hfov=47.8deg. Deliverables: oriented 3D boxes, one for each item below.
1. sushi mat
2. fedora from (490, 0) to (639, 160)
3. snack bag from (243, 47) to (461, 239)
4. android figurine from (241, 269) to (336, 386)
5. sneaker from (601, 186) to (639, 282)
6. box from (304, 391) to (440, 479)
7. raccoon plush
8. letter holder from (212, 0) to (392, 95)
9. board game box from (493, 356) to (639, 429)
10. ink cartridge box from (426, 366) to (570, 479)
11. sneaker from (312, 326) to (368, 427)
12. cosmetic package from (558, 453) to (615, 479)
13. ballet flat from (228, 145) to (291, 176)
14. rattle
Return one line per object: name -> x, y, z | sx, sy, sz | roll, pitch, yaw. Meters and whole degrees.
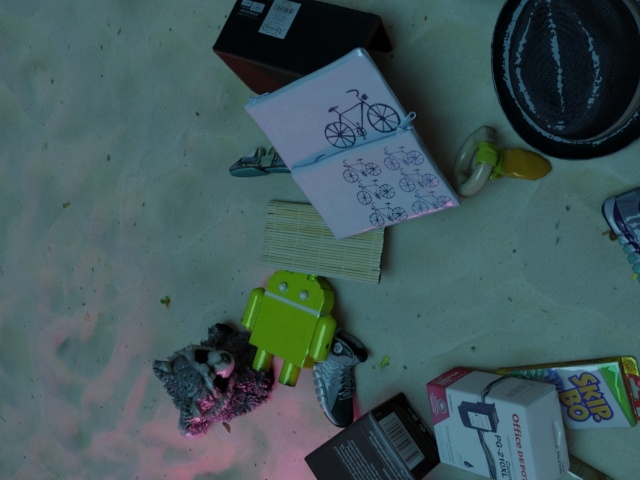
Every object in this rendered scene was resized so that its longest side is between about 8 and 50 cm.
sushi mat -> 0.000, 0.000, 1.542 | 0.316, 0.019, 0.152 | 7, 94, 35
fedora -> 0.397, -0.287, 1.153 | 0.334, 0.152, 0.334 | 9, 108, 31
snack bag -> 0.051, -0.163, 1.332 | 0.323, 0.037, 0.343 | -14, 119, 44
android figurine -> -0.066, 0.174, 1.598 | 0.248, 0.056, 0.273 | 20, 94, 37
sneaker -> 0.553, 0.014, 1.177 | 0.098, 0.083, 0.224 | -31, 84, 30
box -> 0.115, 0.453, 1.510 | 0.203, 0.167, 0.168 | -41, 74, 26
raccoon plush -> -0.293, 0.401, 1.709 | 0.216, 0.299, 0.447 | 35, 119, 21
letter holder -> -0.017, -0.355, 1.430 | 0.301, 0.214, 0.152 | 22, 82, 24
board game box -> 0.461, 0.288, 1.340 | 0.259, 0.039, 0.124 | -14, 95, 33
ink cartridge box -> 0.329, 0.349, 1.361 | 0.237, 0.100, 0.172 | 0, 105, 52
sneaker -> 0.054, 0.296, 1.583 | 0.132, 0.086, 0.229 | -20, 90, 33
cosmetic package -> 0.483, 0.444, 1.350 | 0.115, 0.060, 0.041 | 27, 115, 23
ballet flat -> -0.121, -0.176, 1.593 | 0.188, 0.070, 0.070 | 0, 103, 32
rattle -> 0.300, -0.111, 1.341 | 0.200, 0.142, 0.130 | 118, 146, -45
